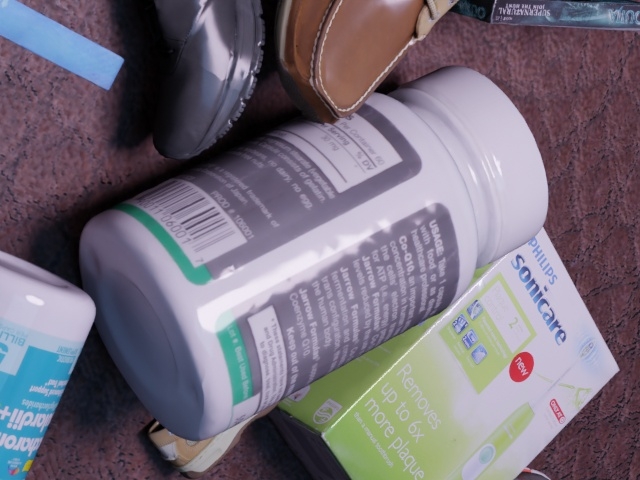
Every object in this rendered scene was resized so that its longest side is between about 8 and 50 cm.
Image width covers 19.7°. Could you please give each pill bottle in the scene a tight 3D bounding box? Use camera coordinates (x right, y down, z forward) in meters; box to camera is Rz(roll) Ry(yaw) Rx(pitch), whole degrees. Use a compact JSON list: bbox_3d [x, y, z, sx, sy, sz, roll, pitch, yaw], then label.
[{"bbox_3d":[0.000,0.000,1.531,0.361,0.204,0.204,-27,119,-25],"label":"pill bottle"},{"bbox_3d":[-0.286,0.138,1.415,0.146,0.146,0.264,22,93,-38],"label":"pill bottle"}]

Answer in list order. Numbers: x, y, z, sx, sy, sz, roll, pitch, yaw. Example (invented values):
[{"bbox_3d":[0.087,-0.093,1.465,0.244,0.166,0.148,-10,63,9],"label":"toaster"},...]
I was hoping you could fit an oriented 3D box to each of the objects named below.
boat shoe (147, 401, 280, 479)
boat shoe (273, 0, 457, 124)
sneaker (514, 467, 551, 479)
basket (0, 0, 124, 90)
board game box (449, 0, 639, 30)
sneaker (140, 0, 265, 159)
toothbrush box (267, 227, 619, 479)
[{"bbox_3d":[-0.073,0.119,1.612,0.190,0.068,0.072,-48,115,-12],"label":"boat shoe"},{"bbox_3d":[0.072,-0.239,1.501,0.122,0.120,0.324,49,57,-40],"label":"boat shoe"},{"bbox_3d":[0.181,0.266,1.834,0.158,0.065,0.061,-1,106,-34],"label":"sneaker"},{"bbox_3d":[-0.290,-0.190,1.197,0.255,0.289,0.201,29,86,-52],"label":"basket"},{"bbox_3d":[0.185,-0.211,1.638,0.186,0.126,0.026,-2,107,-34],"label":"board game box"},{"bbox_3d":[-0.105,-0.208,1.465,0.130,0.109,0.286,11,92,-27],"label":"sneaker"},{"bbox_3d":[0.111,0.130,1.706,0.283,0.122,0.206,-43,125,-17],"label":"toothbrush box"}]
